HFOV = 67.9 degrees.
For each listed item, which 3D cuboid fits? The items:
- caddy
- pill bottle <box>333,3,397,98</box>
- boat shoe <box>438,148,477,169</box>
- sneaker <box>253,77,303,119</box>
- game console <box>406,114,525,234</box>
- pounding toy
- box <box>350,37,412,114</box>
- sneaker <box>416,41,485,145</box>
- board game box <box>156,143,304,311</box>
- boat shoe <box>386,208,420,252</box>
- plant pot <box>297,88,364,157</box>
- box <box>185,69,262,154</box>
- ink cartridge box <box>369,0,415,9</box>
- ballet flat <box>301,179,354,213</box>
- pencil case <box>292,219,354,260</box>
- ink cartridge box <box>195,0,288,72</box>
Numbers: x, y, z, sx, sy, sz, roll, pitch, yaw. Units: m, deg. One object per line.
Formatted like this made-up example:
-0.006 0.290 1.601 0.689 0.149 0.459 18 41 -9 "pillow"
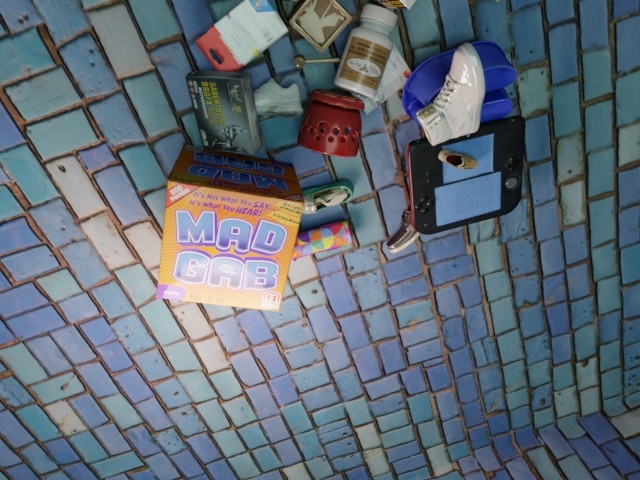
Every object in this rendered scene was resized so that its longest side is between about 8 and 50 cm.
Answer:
0.423 -0.461 1.455 0.341 0.179 0.241 -19 140 0 "caddy"
0.133 -0.536 1.355 0.131 0.131 0.229 15 105 -16 "pill bottle"
0.424 -0.240 1.448 0.135 0.045 0.050 9 116 -17 "boat shoe"
-0.167 -0.429 1.435 0.232 0.090 0.115 0 87 3 "sneaker"
0.470 -0.199 1.533 0.387 0.060 0.342 -15 127 -5 "game console"
-0.010 -0.593 1.368 0.181 0.094 0.206 34 116 -28 "pounding toy"
0.174 -0.504 1.467 0.186 0.038 0.145 -37 116 11 "box"
0.346 -0.378 1.297 0.169 0.108 0.292 -22 142 0 "sneaker"
-0.274 -0.047 1.444 0.356 0.356 0.356 8 115 -13 "board game box"
0.330 -0.078 1.674 0.285 0.103 0.092 -44 110 9 "boat shoe"
0.037 -0.355 1.435 0.191 0.191 0.174 8 112 -13 "plant pot"
-0.276 -0.371 1.384 0.183 0.056 0.231 10 131 19 "box"
0.174 -0.692 1.220 0.272 0.309 0.130 33 107 -22 "ink cartridge box"
-0.003 -0.137 1.593 0.247 0.087 0.083 -20 118 1 "ballet flat"
0.000 0.000 1.658 0.236 0.104 0.104 -13 118 -2 "pencil case"
-0.221 -0.580 1.342 0.231 0.078 0.134 -34 116 8 "ink cartridge box"
